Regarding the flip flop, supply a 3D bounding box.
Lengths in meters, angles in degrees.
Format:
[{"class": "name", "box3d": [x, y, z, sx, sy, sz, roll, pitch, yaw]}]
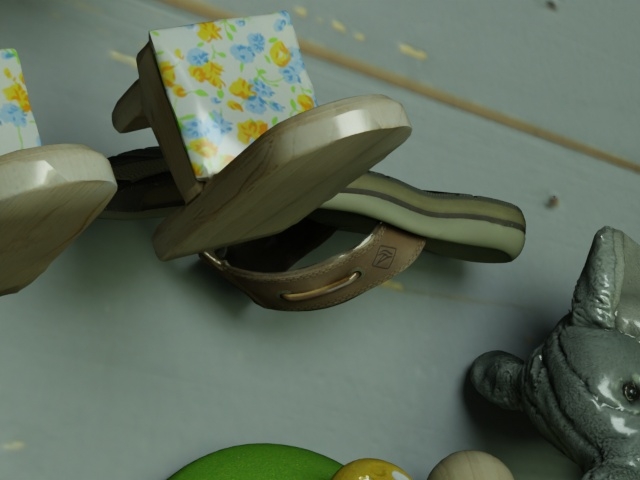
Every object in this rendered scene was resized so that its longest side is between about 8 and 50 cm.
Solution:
[{"class": "flip flop", "box3d": [0.000, 0.000, 0.847, 0.277, 0.112, 0.080, 10, 92, -43]}]

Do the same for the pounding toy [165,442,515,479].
[{"class": "pounding toy", "box3d": [0.027, 0.172, 0.786, 0.237, 0.110, 0.183, 5, 61, -30]}]

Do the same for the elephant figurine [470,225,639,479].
[{"class": "elephant figurine", "box3d": [0.172, 0.078, 0.916, 0.239, 0.186, 0.169, 15, 88, -45]}]

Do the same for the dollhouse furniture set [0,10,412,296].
[{"class": "dollhouse furniture set", "box3d": [-0.175, -0.173, 0.573, 0.394, 0.256, 0.362, -14, 78, -31]}]
